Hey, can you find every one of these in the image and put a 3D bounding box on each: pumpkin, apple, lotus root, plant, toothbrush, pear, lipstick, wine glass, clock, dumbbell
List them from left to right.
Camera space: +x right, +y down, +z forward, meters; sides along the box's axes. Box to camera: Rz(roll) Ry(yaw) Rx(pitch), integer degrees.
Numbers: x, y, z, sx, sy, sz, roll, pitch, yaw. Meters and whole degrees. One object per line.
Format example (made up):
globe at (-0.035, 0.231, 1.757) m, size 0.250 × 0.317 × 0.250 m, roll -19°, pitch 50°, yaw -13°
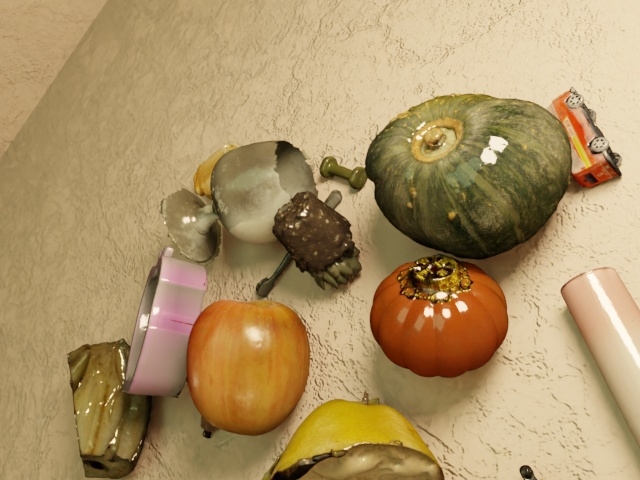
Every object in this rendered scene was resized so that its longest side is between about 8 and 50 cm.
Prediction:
lotus root at (-0.500, 0.404, 1.322) m, size 0.210 × 0.142 × 0.313 m, roll -5°, pitch 54°, yaw -7°
clock at (-0.344, 0.181, 1.228) m, size 0.338 × 0.102 × 0.338 m, roll -166°, pitch 90°, yaw -69°
wine glass at (-0.176, -0.088, 1.253) m, size 0.323 × 0.238 × 0.237 m, roll -18°, pitch 59°, yaw 25°
apple at (-0.136, 0.236, 1.063) m, size 0.242 × 0.242 × 0.240 m, roll 4°, pitch 87°, yaw 37°
toothbrush at (-0.049, 0.005, 1.241) m, size 0.297 × 0.030 × 0.030 m, roll -51°, pitch 39°, yaw 5°
plant at (0.000, 0.000, 1.113) m, size 0.129 × 0.194 × 0.132 m, roll -34°, pitch 27°, yaw 16°
dumbbell at (0.050, -0.151, 1.232) m, size 0.118 × 0.046 × 0.052 m, roll 26°, pitch 91°, yaw 41°
pear at (0.046, 0.332, 0.870) m, size 0.267 × 0.267 × 0.178 m, roll -38°, pitch 30°, yaw 16°
pumpkin at (0.240, -0.117, 0.938) m, size 0.291 × 0.257 × 0.328 m, roll -46°, pitch 42°, yaw -3°
lipstick at (0.441, 0.195, 0.756) m, size 0.087 × 0.087 × 0.326 m, roll -30°, pitch 54°, yaw 22°

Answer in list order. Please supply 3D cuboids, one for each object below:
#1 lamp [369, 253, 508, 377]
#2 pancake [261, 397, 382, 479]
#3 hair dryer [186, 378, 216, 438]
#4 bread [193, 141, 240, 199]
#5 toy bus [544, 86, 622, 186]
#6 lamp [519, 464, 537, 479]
lamp at (0.191, 0.120, 0.903) m, size 0.223 × 0.196 × 0.223 m, roll -8°, pitch 31°, yaw 5°
pancake at (0.020, 0.477, 0.960) m, size 0.305 × 0.067 × 0.426 m, roll 10°, pitch 74°, yaw 31°
hair dryer at (-0.231, 0.337, 1.186) m, size 0.064 × 0.117 × 0.181 m, roll 16°, pitch 103°, yaw 39°
bread at (-0.253, -0.177, 1.439) m, size 0.177 × 0.084 × 0.119 m, roll -30°, pitch 53°, yaw 22°
toy bus at (0.441, -0.175, 0.943) m, size 0.077 × 0.079 × 0.174 m, roll -33°, pitch 52°, yaw 32°
lamp at (0.270, 0.448, 0.743) m, size 0.227 × 0.147 × 0.172 m, roll -47°, pitch 62°, yaw -2°
